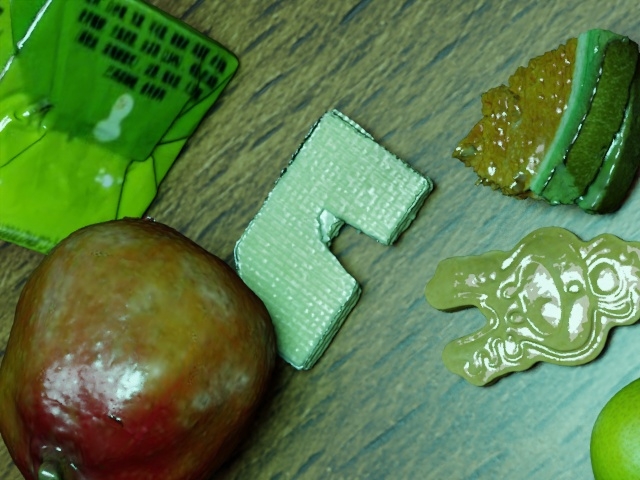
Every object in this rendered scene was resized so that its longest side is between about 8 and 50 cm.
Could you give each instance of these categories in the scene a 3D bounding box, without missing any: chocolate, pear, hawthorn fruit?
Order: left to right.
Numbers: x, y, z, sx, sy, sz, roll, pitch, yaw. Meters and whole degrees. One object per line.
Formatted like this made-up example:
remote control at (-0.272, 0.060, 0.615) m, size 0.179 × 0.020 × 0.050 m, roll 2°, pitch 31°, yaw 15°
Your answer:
chocolate at (-0.275, -0.141, 1.962) m, size 0.137 × 0.301 × 0.289 m, roll 35°, pitch 96°, yaw 35°
hawthorn fruit at (-0.191, 0.138, 1.892) m, size 0.295 × 0.295 × 0.311 m, roll 8°, pitch 70°, yaw 21°
pear at (0.343, 0.187, 1.754) m, size 0.166 × 0.180 × 0.216 m, roll -16°, pitch 46°, yaw 39°

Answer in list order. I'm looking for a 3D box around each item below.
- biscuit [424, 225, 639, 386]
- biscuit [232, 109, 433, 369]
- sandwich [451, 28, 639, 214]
biscuit at (0.225, 0.061, 1.884) m, size 0.236 × 0.040 × 0.144 m, roll -18°, pitch 82°, yaw 20°
biscuit at (0.000, 0.000, 1.967) m, size 0.147 × 0.046 × 0.250 m, roll 35°, pitch 95°, yaw 20°
sandwich at (0.240, -0.123, 1.870) m, size 0.160 × 0.109 × 0.185 m, roll 21°, pitch 93°, yaw 42°
